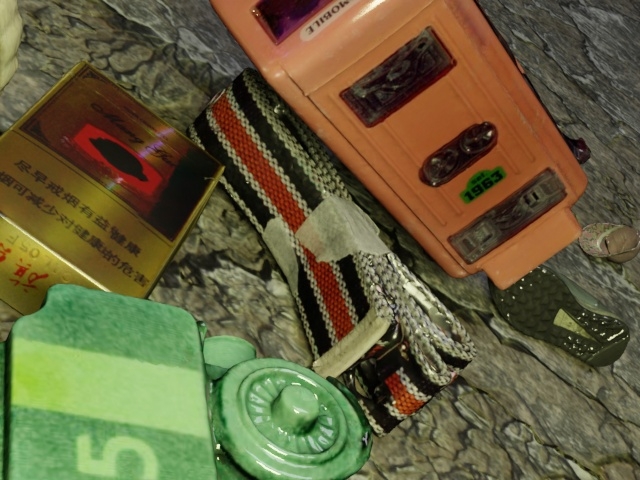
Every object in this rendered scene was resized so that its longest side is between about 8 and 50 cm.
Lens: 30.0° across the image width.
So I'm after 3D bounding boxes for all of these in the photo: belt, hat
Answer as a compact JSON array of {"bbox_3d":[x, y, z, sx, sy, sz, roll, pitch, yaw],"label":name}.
[{"bbox_3d":[0.000,0.000,1.051,0.126,0.094,0.360,7,45,-53],"label":"belt"},{"bbox_3d":[0.377,0.009,1.560,0.087,0.042,0.058,-13,48,-16],"label":"hat"}]

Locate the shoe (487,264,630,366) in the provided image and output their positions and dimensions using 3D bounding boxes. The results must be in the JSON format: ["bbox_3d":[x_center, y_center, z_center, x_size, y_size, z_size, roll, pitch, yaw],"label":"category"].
[{"bbox_3d":[0.249,0.066,1.294,0.194,0.074,0.077,30,19,-24],"label":"shoe"}]

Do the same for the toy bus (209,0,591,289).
[{"bbox_3d":[0.090,-0.141,1.111,0.427,0.203,0.233,43,15,-48],"label":"toy bus"}]

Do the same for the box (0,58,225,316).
[{"bbox_3d":[-0.175,-0.030,0.905,0.159,0.071,0.240,35,30,-7],"label":"box"}]

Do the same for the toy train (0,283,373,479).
[{"bbox_3d":[-0.087,0.172,0.653,0.238,0.167,0.299,15,36,-23],"label":"toy train"}]

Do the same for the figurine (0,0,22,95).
[{"bbox_3d":[-0.279,-0.080,0.752,0.204,0.185,0.332,29,35,-53],"label":"figurine"}]
